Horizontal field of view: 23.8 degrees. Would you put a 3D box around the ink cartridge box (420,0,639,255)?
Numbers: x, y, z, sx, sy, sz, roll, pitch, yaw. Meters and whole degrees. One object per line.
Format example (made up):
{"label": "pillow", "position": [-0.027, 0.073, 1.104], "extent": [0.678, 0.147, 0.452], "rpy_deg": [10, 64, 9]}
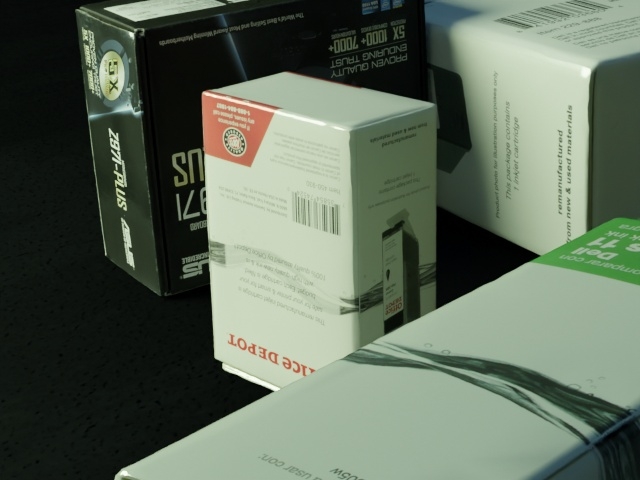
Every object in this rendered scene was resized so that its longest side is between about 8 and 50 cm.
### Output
{"label": "ink cartridge box", "position": [0.149, -0.098, 0.922], "extent": [0.211, 0.121, 0.289], "rpy_deg": [-15, 25, -27]}

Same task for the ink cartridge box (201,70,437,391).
{"label": "ink cartridge box", "position": [0.000, 0.000, 0.690], "extent": [0.056, 0.135, 0.099], "rpy_deg": [-20, 27, -41]}

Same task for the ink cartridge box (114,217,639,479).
{"label": "ink cartridge box", "position": [0.055, 0.099, 0.413], "extent": [0.087, 0.153, 0.208], "rpy_deg": [17, 29, 42]}

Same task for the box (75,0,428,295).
{"label": "box", "position": [-0.033, -0.068, 0.847], "extent": [0.180, 0.147, 0.077], "rpy_deg": [-15, 25, -28]}
